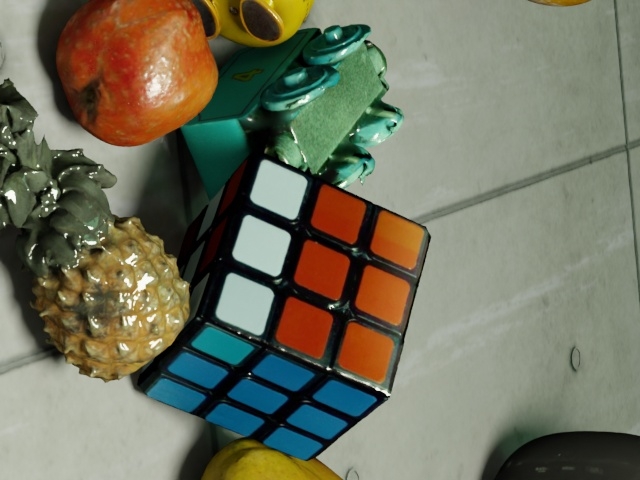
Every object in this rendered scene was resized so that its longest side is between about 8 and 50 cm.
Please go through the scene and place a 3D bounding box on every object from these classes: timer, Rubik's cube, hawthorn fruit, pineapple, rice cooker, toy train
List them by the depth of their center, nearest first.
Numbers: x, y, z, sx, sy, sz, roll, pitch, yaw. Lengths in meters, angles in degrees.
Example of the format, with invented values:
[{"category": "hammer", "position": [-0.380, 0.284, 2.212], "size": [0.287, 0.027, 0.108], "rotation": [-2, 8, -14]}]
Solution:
[{"category": "pineapple", "position": [-0.186, -0.009, 1.407], "size": [0.237, 0.111, 0.119], "rotation": [56, 10, -30]}, {"category": "hawthorn fruit", "position": [-0.138, -0.132, 1.484], "size": [0.128, 0.128, 0.128], "rotation": [5, 84, -60]}, {"category": "Rubik's cube", "position": [-0.029, 0.055, 1.554], "size": [0.160, 0.162, 0.163], "rotation": [24, 61, -13]}, {"category": "toy train", "position": [-0.025, -0.102, 1.637], "size": [0.198, 0.154, 0.107], "rotation": [-53, 129, -49]}, {"category": "timer", "position": [-0.053, -0.213, 1.639], "size": [0.109, 0.107, 0.107], "rotation": [-62, 139, -38]}, {"category": "rice cooker", "position": [0.288, 0.333, 2.073], "size": [0.267, 0.267, 0.224], "rotation": [59, 38, -40]}]

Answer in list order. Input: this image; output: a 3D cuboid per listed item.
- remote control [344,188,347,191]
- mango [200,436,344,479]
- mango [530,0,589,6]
[{"category": "remote control", "position": [0.000, 0.000, 1.788], "size": [0.073, 0.044, 0.229], "rotation": [-55, 143, -54]}, {"category": "mango", "position": [-0.024, 0.260, 1.640], "size": [0.166, 0.136, 0.236], "rotation": [-56, 128, -38]}, {"category": "mango", "position": [0.196, -0.405, 1.990], "size": [0.384, 0.199, 0.221], "rotation": [65, 36, -33]}]
